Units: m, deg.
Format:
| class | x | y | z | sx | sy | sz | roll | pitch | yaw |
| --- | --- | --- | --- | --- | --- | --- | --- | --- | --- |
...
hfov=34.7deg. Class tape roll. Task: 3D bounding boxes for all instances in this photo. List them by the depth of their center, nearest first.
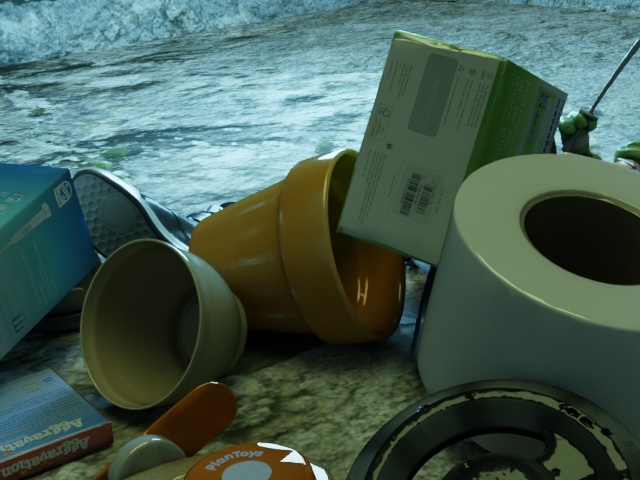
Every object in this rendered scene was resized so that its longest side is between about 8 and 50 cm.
| class | x | y | z | sx | sy | sz | roll | pitch | yaw |
| --- | --- | --- | --- | --- | --- | --- | --- | --- | --- |
| tape roll | 0.218 | 0.059 | 0.886 | 0.246 | 0.169 | 0.246 | 6 | 36 | -4 |

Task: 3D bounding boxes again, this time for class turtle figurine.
| class | x | y | z | sx | sy | sz | roll | pitch | yaw |
| --- | --- | --- | --- | --- | --- | --- | --- | --- | --- |
| turtle figurine | 0.357 | -0.070 | 1.162 | 0.275 | 0.198 | 0.266 | -33 | 20 | 51 |

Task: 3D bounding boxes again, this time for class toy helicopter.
| class | x | y | z | sx | sy | sz | roll | pitch | yaw |
| --- | --- | --- | --- | --- | --- | --- | --- | --- | --- |
| toy helicopter | -0.165 | 0.200 | 0.711 | 0.355 | 0.140 | 0.235 | -7 | 19 | -5 |

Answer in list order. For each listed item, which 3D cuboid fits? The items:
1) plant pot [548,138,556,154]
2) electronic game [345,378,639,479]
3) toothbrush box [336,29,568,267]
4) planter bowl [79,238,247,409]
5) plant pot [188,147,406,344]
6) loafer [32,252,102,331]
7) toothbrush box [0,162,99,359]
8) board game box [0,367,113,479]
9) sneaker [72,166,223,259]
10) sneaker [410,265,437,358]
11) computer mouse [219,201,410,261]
| class | x | y | z | sx | sy | sz | roll | pitch | yaw |
| --- | --- | --- | --- | --- | --- | --- | --- | --- | --- |
| plant pot | 0.217 | -0.105 | 1.353 | 0.237 | 0.237 | 0.254 | 8 | 1 | 27 |
| electronic game | 0.124 | 0.192 | 0.718 | 0.229 | 0.048 | 0.229 | -10 | 43 | 9 |
| toothbrush box | 0.149 | -0.088 | 1.081 | 0.122 | 0.206 | 0.283 | 20 | 8 | 22 |
| planter bowl | -0.142 | 0.085 | 1.007 | 0.162 | 0.162 | 0.109 | 13 | 0 | 36 |
| plant pot | -0.032 | 0.020 | 1.110 | 0.188 | 0.205 | 0.205 | -12 | 16 | 24 |
| loafer | -0.376 | 0.061 | 1.172 | 0.268 | 0.084 | 0.096 | -6 | 21 | -8 |
| toothbrush box | -0.400 | 0.043 | 1.013 | 0.216 | 0.126 | 0.295 | 6 | 34 | 24 |
| board game box | -0.343 | 0.190 | 0.906 | 0.281 | 0.027 | 0.145 | -16 | 23 | -32 |
| sneaker | -0.191 | -0.019 | 1.228 | 0.086 | 0.226 | 0.163 | -42 | 12 | 21 |
| sneaker | 0.151 | 0.076 | 1.087 | 0.091 | 0.081 | 0.232 | 14 | 22 | 5 |
| computer mouse | 0.000 | 0.000 | 1.326 | 0.262 | 0.060 | 0.184 | 2 | 14 | -20 |
